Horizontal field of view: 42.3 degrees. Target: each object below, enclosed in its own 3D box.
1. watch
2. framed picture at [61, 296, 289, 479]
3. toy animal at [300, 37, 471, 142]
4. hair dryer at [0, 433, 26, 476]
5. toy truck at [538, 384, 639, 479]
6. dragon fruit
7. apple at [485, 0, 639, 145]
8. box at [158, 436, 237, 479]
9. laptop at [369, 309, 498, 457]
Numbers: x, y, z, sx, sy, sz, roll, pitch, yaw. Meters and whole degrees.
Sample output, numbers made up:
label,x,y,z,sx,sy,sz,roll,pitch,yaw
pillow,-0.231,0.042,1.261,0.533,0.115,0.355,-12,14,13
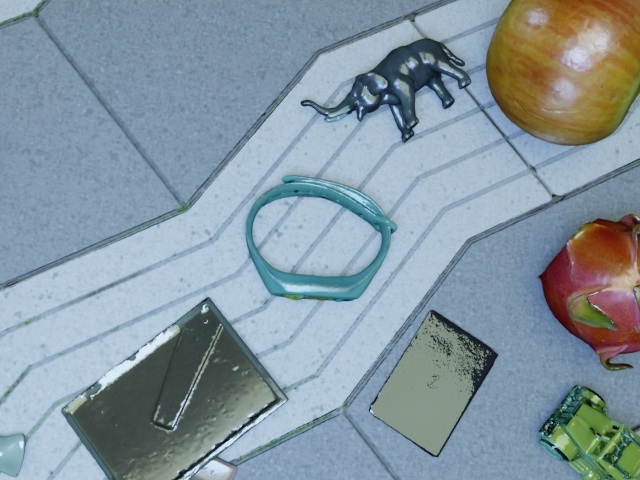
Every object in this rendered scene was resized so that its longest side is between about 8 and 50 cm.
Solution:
label,x,y,z,sx,sy,sz,roll,pitch,yaw
watch,0.000,0.000,1.295,0.237,0.068,0.195,5,78,-3
framed picture,-0.217,0.244,1.231,0.281,0.019,0.209,-36,76,-11
toy animal,0.116,-0.232,1.339,0.269,0.082,0.137,-30,83,-7
hair dryer,-0.544,0.378,1.172,0.206,0.075,0.237,12,87,-12
toy truck,0.472,0.339,1.263,0.259,0.135,0.128,42,78,4
dragon fruit,0.461,0.072,1.269,0.227,0.224,0.224,43,78,6
apple,0.393,-0.289,1.283,0.233,0.286,0.286,31,78,18
box,-0.184,0.336,1.234,0.115,0.025,0.048,27,77,-2
laptop,0.179,0.225,1.306,0.135,0.016,0.197,35,77,0
